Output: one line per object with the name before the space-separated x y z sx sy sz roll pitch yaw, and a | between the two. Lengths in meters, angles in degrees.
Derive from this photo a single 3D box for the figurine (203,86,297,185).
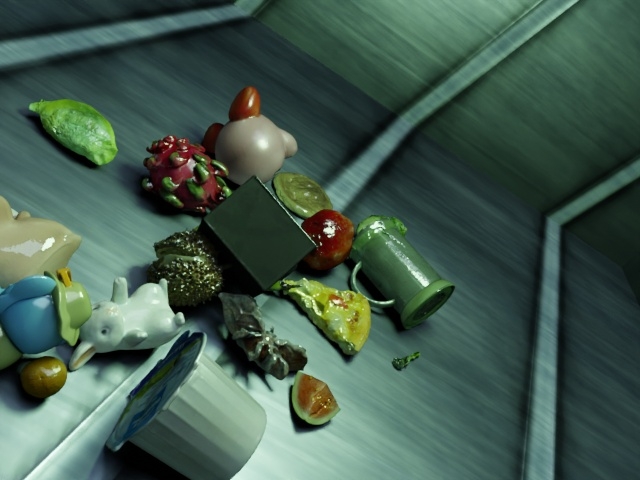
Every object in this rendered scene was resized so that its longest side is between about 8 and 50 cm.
figurine | -0.233 -0.284 2.125 0.261 0.270 0.211 43 34 -13

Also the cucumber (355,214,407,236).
cucumber | 0.236 -0.029 2.389 0.134 0.134 0.244 50 28 21

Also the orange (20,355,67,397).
orange | -0.498 0.244 1.236 0.085 0.085 0.085 28 31 -18

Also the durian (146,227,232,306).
durian | -0.303 0.065 1.596 0.196 0.167 0.196 0 68 -1

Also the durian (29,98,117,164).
durian | -0.639 -0.301 1.816 0.250 0.101 0.139 42 30 6

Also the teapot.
teapot | 0.213 0.101 2.133 0.270 0.200 0.337 -29 64 -23

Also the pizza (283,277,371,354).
pizza | 0.019 0.181 1.895 0.288 0.075 0.280 29 30 -17

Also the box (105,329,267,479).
box | -0.231 0.324 1.295 0.206 0.262 0.291 44 18 -14

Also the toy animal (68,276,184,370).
toy animal | -0.412 0.165 1.376 0.282 0.138 0.140 -1 52 -47

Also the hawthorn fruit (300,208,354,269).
hawthorn fruit | 0.000 0.000 2.024 0.181 0.181 0.235 44 26 11

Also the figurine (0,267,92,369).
figurine | -0.538 0.137 1.205 0.262 0.180 0.154 -10 20 -30

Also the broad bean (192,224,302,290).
broad bean | -0.206 0.061 1.832 0.325 0.075 0.067 36 -15 -7

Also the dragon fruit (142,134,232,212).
dragon fruit | -0.351 -0.173 1.879 0.273 0.218 0.198 16 73 -42

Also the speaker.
speaker | -0.162 0.000 1.686 0.184 0.254 0.232 -41 92 -17

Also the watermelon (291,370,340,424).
watermelon | -0.017 0.354 1.593 0.125 0.094 0.135 -7 51 -43

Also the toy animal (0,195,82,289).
toy animal | -0.623 0.001 1.324 0.256 0.195 0.213 29 22 -10

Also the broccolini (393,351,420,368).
broccolini | 0.249 0.341 1.982 0.035 0.030 0.140 11 11 30

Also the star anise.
star anise | -0.141 0.220 1.612 0.257 0.110 0.198 49 6 9

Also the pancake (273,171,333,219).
pancake | -0.054 -0.156 2.313 0.242 0.050 0.242 28 30 -18
